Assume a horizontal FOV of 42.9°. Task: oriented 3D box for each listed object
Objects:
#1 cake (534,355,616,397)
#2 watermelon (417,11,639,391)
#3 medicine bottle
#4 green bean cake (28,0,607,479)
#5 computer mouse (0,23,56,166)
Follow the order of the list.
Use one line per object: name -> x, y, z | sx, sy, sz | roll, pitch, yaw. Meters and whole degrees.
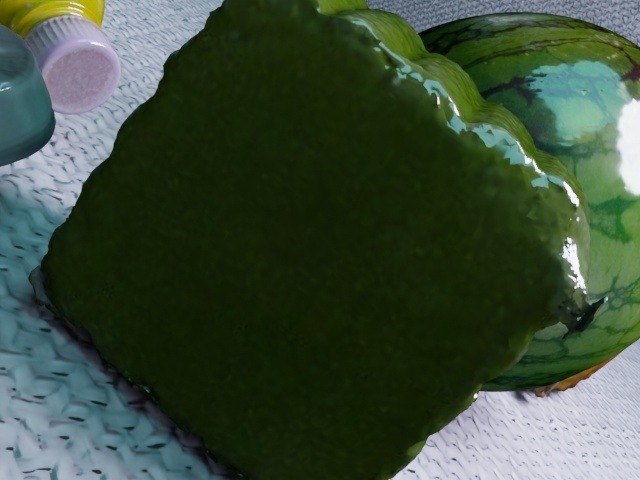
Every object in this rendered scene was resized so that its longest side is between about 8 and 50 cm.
cake -> 0.299, -0.009, 1.019 | 0.307, 0.293, 0.314 | 51, 15, 22
watermelon -> 0.157, -0.031, 0.725 | 0.363, 0.363, 0.363 | 36, 20, -15
medicine bottle -> -0.232, -0.192, 0.657 | 0.121, 0.122, 0.212 | 14, 33, -53
green bean cake -> 0.000, 0.000, 0.480 | 0.247, 0.250, 0.156 | 41, 20, 2
computer mouse -> -0.264, -0.090, 0.454 | 0.230, 0.079, 0.128 | 8, 31, -31
